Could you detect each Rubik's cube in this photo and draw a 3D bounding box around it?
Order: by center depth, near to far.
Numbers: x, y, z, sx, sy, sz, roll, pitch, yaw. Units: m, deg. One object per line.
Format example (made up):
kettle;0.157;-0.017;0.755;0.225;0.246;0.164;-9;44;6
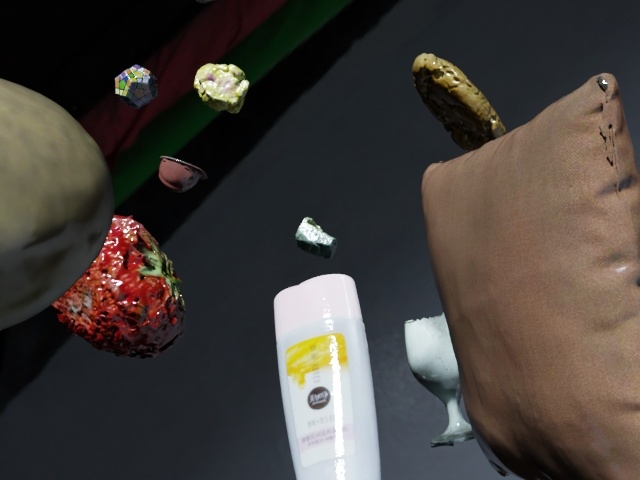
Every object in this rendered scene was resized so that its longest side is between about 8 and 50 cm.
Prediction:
Rubik's cube;-0.463;-0.386;2.117;0.093;0.111;0.111;-61;-10;-14

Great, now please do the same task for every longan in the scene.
longan;-0.385;-0.041;0.854;0.288;0.350;0.288;1;-90;-80

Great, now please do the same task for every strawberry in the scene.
strawberry;-0.362;0.088;1.481;0.220;0.274;0.274;-25;-15;1

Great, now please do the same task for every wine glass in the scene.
wine glass;0.236;0.258;1.591;0.126;0.241;0.126;-13;-6;-1

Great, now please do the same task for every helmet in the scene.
helmet;-0.305;-0.133;1.801;0.089;0.111;0.057;66;-135;-65

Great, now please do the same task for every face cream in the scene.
face cream;0.005;0.125;0.721;0.084;0.198;0.057;-21;-35;16

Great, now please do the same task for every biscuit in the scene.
biscuit;0.230;-0.216;1.406;0.042;0.226;0.226;-41;-14;-4

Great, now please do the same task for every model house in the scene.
model house;0.000;0.000;1.724;0.066;0.083;0.079;-61;-23;-18

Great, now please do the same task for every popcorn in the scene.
popcorn;-0.204;-0.309;1.706;0.089;0.109;0.097;120;171;-65

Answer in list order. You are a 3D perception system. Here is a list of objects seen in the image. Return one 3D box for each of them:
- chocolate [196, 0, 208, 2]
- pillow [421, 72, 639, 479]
chocolate;-0.268;-0.700;2.005;0.080;0.254;0.157;-4;17;11
pillow;0.175;0.059;0.668;0.108;0.308;0.305;-11;-3;-15
